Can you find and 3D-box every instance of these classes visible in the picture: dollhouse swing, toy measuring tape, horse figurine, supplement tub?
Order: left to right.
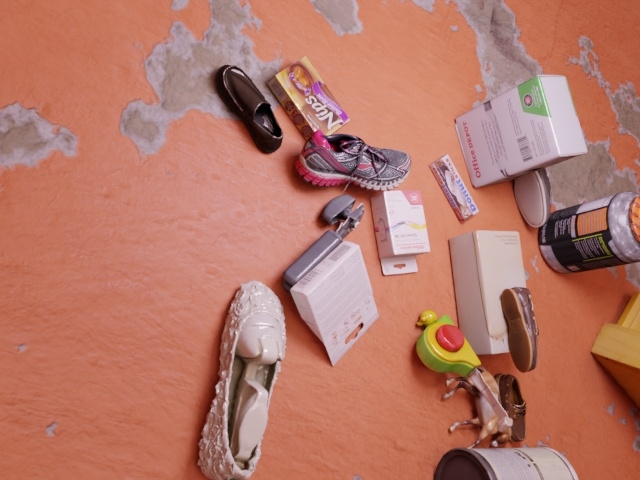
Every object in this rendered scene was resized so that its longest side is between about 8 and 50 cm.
[{"bbox_3d":[0.314,0.303,1.435,0.122,0.121,0.330,-8,54,-31],"label":"toy measuring tape"},{"bbox_3d":[0.389,0.403,1.523,0.175,0.066,0.263,-12,88,-21],"label":"horse figurine"},{"bbox_3d":[0.785,-0.021,1.697,0.194,0.316,0.193,6,77,-29],"label":"supplement tub"},{"bbox_3d":[1.034,0.349,1.789,0.305,0.315,0.347,-45,102,-9],"label":"dollhouse swing"}]

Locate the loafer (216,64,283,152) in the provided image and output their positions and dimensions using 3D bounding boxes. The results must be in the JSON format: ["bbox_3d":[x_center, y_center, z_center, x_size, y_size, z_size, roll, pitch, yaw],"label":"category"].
[{"bbox_3d":[-0.145,-0.302,1.366,0.080,0.078,0.220,-42,101,-30],"label":"loafer"}]

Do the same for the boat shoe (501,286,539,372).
[{"bbox_3d":[0.499,0.214,1.494,0.073,0.073,0.206,0,80,-28],"label":"boat shoe"}]

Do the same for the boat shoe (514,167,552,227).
[{"bbox_3d":[0.604,-0.206,1.755,0.096,0.112,0.334,-12,82,-27],"label":"boat shoe"}]

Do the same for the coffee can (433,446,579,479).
[{"bbox_3d":[0.435,0.586,1.432,0.276,0.202,0.201,9,75,-28],"label":"coffee can"}]

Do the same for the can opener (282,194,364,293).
[{"bbox_3d":[0.000,0.000,1.403,0.095,0.076,0.283,36,59,18],"label":"can opener"}]

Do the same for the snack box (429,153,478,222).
[{"bbox_3d":[0.360,-0.140,1.652,0.064,0.022,0.178,-33,96,-32],"label":"snack box"}]

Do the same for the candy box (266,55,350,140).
[{"bbox_3d":[-0.027,-0.327,1.455,0.109,0.053,0.186,-40,99,-30],"label":"candy box"}]

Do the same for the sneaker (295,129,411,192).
[{"bbox_3d":[0.094,-0.188,1.434,0.299,0.112,0.120,-4,46,-31],"label":"sneaker"}]

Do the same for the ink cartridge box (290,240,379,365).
[{"bbox_3d":[0.039,0.141,1.375,0.181,0.056,0.224,-42,133,-29],"label":"ink cartridge box"}]

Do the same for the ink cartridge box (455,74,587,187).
[{"bbox_3d":[0.518,-0.280,1.619,0.122,0.289,0.211,-11,85,-34],"label":"ink cartridge box"}]

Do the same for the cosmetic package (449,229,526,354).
[{"bbox_3d":[0.440,0.135,1.587,0.160,0.113,0.309,0,79,-30],"label":"cosmetic package"}]

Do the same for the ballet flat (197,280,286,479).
[{"bbox_3d":[-0.131,0.276,1.219,0.147,0.147,0.408,18,70,-25],"label":"ballet flat"}]

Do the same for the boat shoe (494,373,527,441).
[{"bbox_3d":[0.498,0.432,1.584,0.064,0.060,0.177,-9,84,-31],"label":"boat shoe"}]

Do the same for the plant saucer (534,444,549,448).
[{"bbox_3d":[0.586,0.586,1.628,0.084,0.013,0.083,6,76,-28],"label":"plant saucer"}]

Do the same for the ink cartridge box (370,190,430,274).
[{"bbox_3d":[0.199,-0.020,1.507,0.115,0.067,0.198,-4,81,-30],"label":"ink cartridge box"}]
